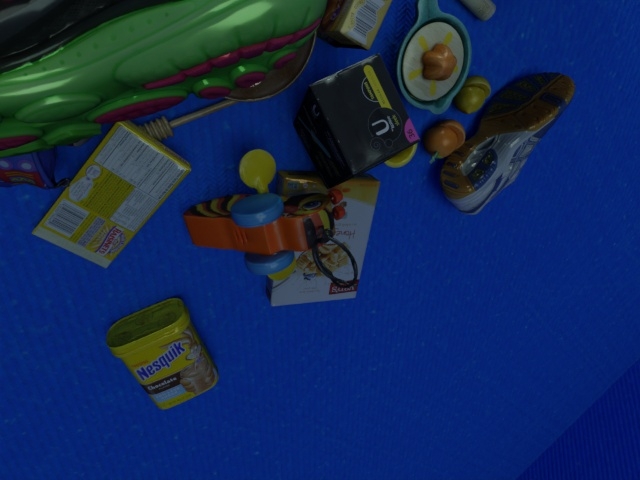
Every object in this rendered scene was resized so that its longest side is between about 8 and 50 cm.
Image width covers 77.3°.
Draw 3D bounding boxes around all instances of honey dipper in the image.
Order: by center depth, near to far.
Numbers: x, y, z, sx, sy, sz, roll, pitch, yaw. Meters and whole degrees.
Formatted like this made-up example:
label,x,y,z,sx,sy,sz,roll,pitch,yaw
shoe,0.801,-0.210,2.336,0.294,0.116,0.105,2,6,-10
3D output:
label,x,y,z,sx,sy,sz,roll,pitch,yaw
honey dipper,-0.168,-0.175,0.554,0.160,0.030,0.030,-28,124,-14

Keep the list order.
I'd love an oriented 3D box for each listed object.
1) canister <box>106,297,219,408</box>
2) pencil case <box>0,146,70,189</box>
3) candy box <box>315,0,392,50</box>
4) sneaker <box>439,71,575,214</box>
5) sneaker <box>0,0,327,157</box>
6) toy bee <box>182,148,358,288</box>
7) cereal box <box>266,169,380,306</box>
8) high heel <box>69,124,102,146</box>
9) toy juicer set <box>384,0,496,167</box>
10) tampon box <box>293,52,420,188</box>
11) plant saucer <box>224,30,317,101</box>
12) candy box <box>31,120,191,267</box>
label,x,y,z,sx,sy,sz,roll,pitch,yaw
canister,-0.258,0.196,0.679,0.126,0.073,0.170,-23,124,-12
pencil case,-0.442,-0.102,0.411,0.306,0.133,0.119,-8,87,-21
candy box,0.063,-0.349,0.516,0.053,0.109,0.187,16,109,-30
sneaker,0.345,-0.178,0.754,0.296,0.112,0.131,-45,142,5
sneaker,-0.238,-0.188,0.310,0.482,0.185,0.202,-20,97,-15
toy bee,-0.044,-0.017,0.576,0.162,0.298,0.195,-38,149,-43
cereal box,0.000,0.000,0.707,0.173,0.047,0.240,-3,117,-22
high heel,-0.270,-0.297,0.409,0.181,0.127,0.377,21,105,-14
toy juicer set,0.205,-0.275,0.631,0.209,0.089,0.329,-1,116,-24
tampon box,0.042,-0.153,0.557,0.101,0.161,0.120,-28,95,-9
plant saucer,-0.102,-0.285,0.518,0.198,0.036,0.199,-10,118,-19
candy box,-0.281,-0.058,0.542,0.206,0.027,0.105,-44,127,14
